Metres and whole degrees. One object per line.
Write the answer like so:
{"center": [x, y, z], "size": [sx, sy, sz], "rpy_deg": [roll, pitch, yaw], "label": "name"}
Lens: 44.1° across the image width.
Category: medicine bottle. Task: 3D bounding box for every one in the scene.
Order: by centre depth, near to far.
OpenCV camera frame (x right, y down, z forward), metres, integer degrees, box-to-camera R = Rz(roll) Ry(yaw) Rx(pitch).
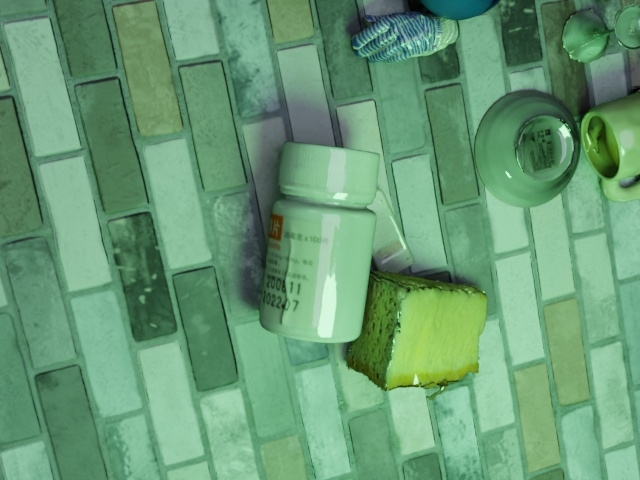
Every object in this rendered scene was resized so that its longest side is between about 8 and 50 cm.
{"center": [0.000, 0.000, 1.555], "size": [0.211, 0.211, 0.371], "rpy_deg": [6, 95, -15], "label": "medicine bottle"}

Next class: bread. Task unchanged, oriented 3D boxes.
{"center": [0.229, 0.200, 1.609], "size": [0.315, 0.279, 0.248], "rpy_deg": [6, 94, -9], "label": "bread"}

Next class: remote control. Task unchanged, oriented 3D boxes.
{"center": [0.127, -0.015, 1.678], "size": [0.088, 0.029, 0.190], "rpy_deg": [-30, 106, -10], "label": "remote control"}

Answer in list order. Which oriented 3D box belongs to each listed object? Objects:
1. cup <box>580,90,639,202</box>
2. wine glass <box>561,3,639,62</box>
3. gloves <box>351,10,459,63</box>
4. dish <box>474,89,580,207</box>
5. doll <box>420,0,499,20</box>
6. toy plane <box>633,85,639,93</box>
{"center": [0.706, -0.197, 1.722], "size": [0.202, 0.173, 0.255], "rpy_deg": [-19, 106, -7], "label": "cup"}
{"center": [0.610, -0.444, 1.677], "size": [0.122, 0.183, 0.122], "rpy_deg": [-1, 96, -13], "label": "wine glass"}
{"center": [0.172, -0.423, 1.620], "size": [0.229, 0.097, 0.119], "rpy_deg": [-17, 70, -7], "label": "gloves"}
{"center": [0.471, -0.199, 1.719], "size": [0.260, 0.085, 0.260], "rpy_deg": [-2, 96, -14], "label": "dish"}
{"center": [0.242, -0.563, 1.527], "size": [0.310, 0.284, 0.240], "rpy_deg": [17, 119, -9], "label": "doll"}
{"center": [0.754, -0.340, 1.795], "size": [0.121, 0.049, 0.031], "rpy_deg": [-11, 99, -13], "label": "toy plane"}
